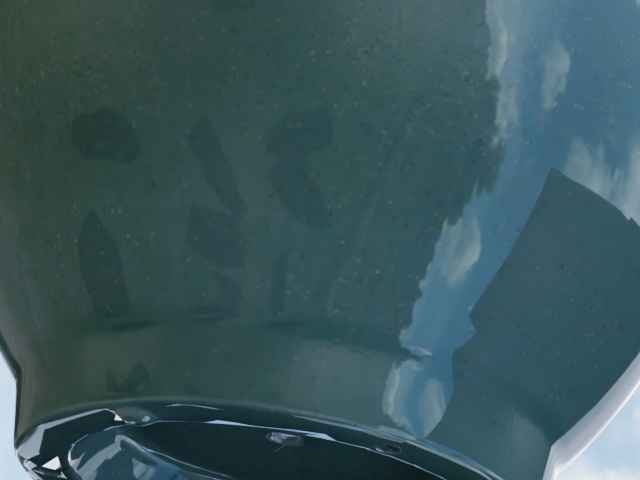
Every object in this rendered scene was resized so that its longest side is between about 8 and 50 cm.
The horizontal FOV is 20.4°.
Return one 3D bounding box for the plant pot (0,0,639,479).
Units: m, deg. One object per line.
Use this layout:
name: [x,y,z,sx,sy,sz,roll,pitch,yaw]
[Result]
plant pot: [0.000,0.000,0.613,0.293,0.293,0.196,-29,-134,53]
